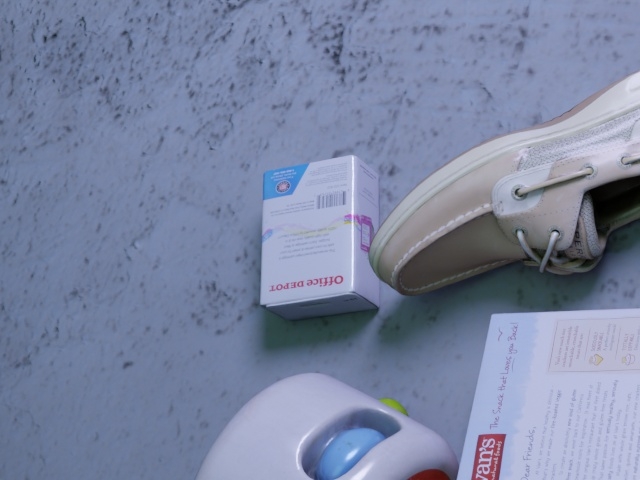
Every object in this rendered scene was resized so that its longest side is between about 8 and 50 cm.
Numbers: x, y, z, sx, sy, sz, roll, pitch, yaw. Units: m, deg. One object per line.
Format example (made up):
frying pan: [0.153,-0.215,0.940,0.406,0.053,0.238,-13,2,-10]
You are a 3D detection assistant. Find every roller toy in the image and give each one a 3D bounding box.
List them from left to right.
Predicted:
roller toy: [0.007,0.209,1.147,0.146,0.191,0.209,25,85,32]

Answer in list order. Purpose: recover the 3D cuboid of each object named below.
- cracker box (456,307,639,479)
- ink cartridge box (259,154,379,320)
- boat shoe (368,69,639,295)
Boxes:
cracker box: [0.223,0.127,1.111,0.232,0.067,0.156,-3,52,27]
ink cartridge box: [0.000,0.000,1.312,0.088,0.052,0.122,-9,66,26]
boat shoe: [0.179,-0.027,1.196,0.302,0.109,0.098,-28,60,11]
